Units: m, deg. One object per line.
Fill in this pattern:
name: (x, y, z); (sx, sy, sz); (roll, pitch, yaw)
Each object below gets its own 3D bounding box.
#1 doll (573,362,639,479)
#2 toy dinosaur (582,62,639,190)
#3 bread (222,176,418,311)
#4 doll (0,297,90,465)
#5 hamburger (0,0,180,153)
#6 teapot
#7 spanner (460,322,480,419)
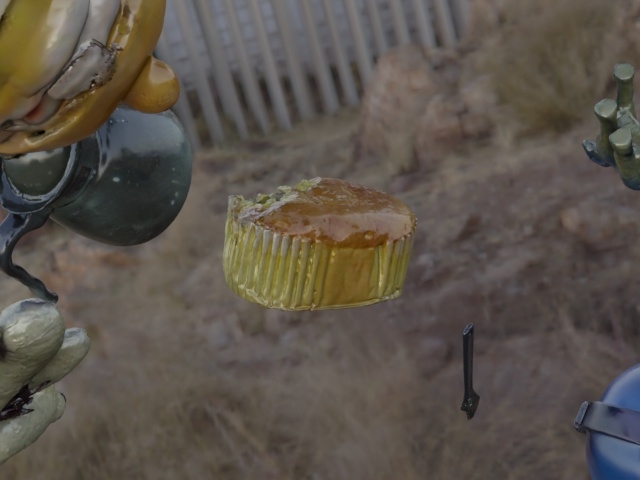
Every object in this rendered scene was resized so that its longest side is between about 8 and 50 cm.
doll: (0.464, 0.259, 1.633); (0.284, 0.240, 0.310); (13, -11, 46)
toy dinosaur: (0.337, -0.070, 1.375); (0.075, 0.188, 0.247); (-33, 53, -5)
bread: (0.000, 0.000, 1.699); (0.250, 0.133, 0.179); (-1, 25, -23)
doll: (-0.317, 0.143, 1.249); (0.175, 0.149, 0.278); (13, -29, -11)
hamburger: (-0.247, -0.195, 1.126); (0.276, 0.276, 0.237); (0, -14, 38)
teapot: (-0.370, -0.089, 1.882); (0.305, 0.223, 0.285); (-44, -28, 19)
spanner: (0.224, 0.199, 1.990); (0.012, 0.208, 0.046); (19, 49, 26)
